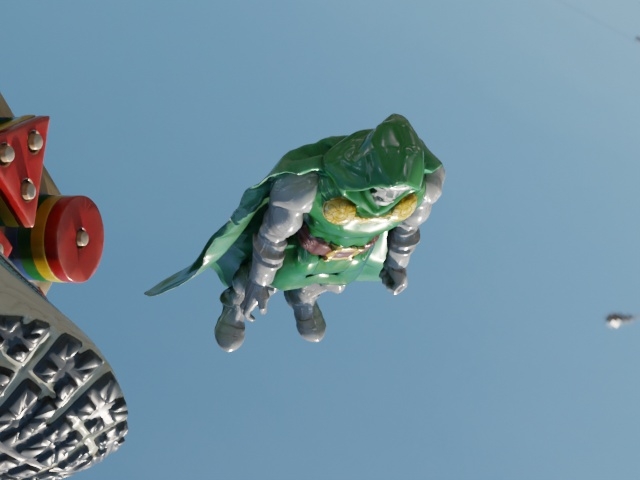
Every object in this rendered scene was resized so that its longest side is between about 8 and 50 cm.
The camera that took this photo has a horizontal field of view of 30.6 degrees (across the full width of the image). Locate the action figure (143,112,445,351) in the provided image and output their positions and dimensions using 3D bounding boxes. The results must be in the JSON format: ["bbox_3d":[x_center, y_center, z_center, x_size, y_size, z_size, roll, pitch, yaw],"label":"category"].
[{"bbox_3d":[0.000,0.000,0.549,0.137,0.232,0.063,-7,-108,-17],"label":"action figure"}]

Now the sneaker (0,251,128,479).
[{"bbox_3d":[-0.198,0.023,0.635,0.283,0.110,0.122,57,-171,-38],"label":"sneaker"}]

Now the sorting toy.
[{"bbox_3d":[-0.307,-0.002,1.102,0.090,0.257,0.255,2,-130,21],"label":"sorting toy"}]
